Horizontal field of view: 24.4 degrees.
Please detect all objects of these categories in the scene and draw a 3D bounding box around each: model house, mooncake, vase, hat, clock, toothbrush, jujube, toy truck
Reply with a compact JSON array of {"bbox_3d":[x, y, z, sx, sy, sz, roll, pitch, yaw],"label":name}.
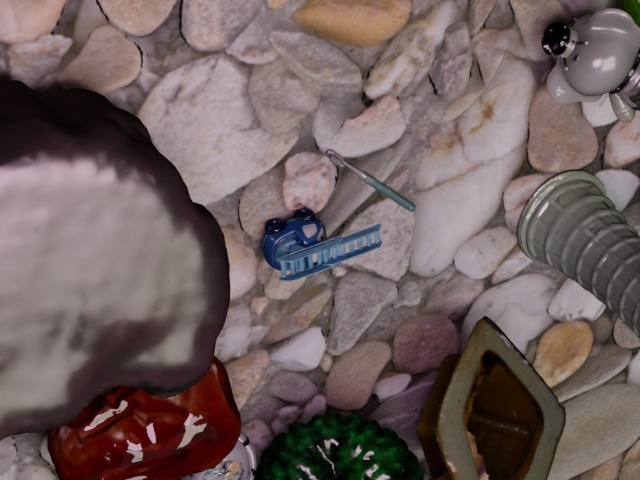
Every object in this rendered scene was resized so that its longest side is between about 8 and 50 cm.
[{"bbox_3d":[0.191,0.278,1.947,0.173,0.239,0.268,31,63,-7],"label":"model house"},{"bbox_3d":[-0.290,0.023,1.501,0.381,0.212,0.351,1,115,-28],"label":"mooncake"},{"bbox_3d":[0.388,0.041,1.862,0.143,0.299,0.143,-16,127,-22],"label":"vase"},{"bbox_3d":[0.020,0.381,1.950,0.332,0.242,0.274,80,28,-72],"label":"hat"},{"bbox_3d":[-0.158,0.309,1.865,0.117,0.080,0.176,6,119,-33],"label":"clock"},{"bbox_3d":[0.063,-0.069,1.783,0.011,0.014,0.167,-39,135,21],"label":"toothbrush"},{"bbox_3d":[-0.206,0.218,1.728,0.230,0.155,0.155,-23,130,-10],"label":"jujube"},{"bbox_3d":[0.000,0.000,1.753,0.136,0.074,0.063,-21,129,-18],"label":"toy truck"}]

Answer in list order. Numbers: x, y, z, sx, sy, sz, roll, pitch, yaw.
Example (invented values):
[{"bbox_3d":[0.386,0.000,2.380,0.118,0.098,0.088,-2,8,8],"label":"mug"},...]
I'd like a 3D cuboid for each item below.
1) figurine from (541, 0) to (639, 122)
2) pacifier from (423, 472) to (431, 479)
[{"bbox_3d":[0.352,-0.217,1.789,0.192,0.126,0.147,22,118,-22],"label":"figurine"},{"bbox_3d":[0.186,0.418,2.112,0.207,0.227,0.279,44,116,-10],"label":"pacifier"}]
